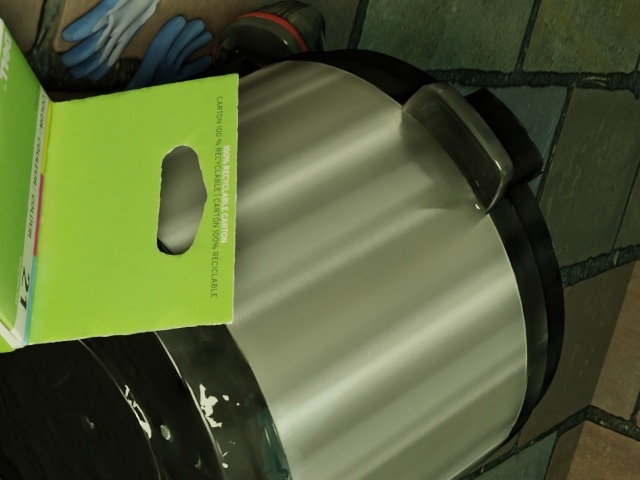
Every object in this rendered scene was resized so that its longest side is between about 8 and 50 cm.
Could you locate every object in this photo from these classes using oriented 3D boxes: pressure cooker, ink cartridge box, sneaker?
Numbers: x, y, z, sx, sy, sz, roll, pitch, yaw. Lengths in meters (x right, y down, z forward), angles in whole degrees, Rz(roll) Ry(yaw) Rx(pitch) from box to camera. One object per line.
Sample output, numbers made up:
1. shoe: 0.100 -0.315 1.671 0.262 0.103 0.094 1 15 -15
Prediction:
1. pressure cooker: -0.026 0.057 1.196 0.420 0.370 0.376 -29 119 -35
2. ink cartridge box: -0.184 -0.037 0.939 0.097 0.255 0.189 66 20 -57
3. sneaker: -0.047 -0.100 1.425 0.135 0.097 0.276 -55 161 -51

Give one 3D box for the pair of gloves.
1. pair of gloves: -0.145 -0.155 1.272 0.159 0.023 0.198 -54 152 -31
